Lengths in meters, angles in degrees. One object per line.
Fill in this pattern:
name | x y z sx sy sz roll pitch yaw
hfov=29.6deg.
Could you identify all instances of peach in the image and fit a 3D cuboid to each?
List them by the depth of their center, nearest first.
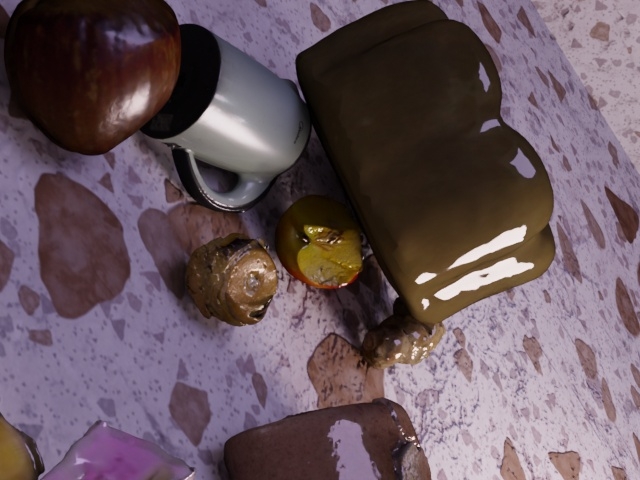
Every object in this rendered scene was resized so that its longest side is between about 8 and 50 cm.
peach | -0.007 0.000 1.771 0.151 0.118 0.151 6 78 -30

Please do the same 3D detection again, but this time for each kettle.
kettle | -0.133 -0.153 1.669 0.236 0.161 0.221 24 77 -52

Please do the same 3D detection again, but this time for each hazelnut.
hazelnut | -0.260 -0.215 1.451 0.218 0.218 0.234 52 33 -20

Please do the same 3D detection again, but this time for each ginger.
ginger | 0.127 0.151 1.898 0.104 0.080 0.204 51 28 4

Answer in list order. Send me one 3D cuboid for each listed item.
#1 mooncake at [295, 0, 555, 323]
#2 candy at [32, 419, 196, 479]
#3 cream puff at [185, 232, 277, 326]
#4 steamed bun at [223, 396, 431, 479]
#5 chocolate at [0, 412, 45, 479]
mooncake | 0.155 -0.118 1.816 0.467 0.262 0.467 63 -1 2
candy | -0.207 0.310 1.083 0.116 0.265 0.155 24 30 11
cream puff | -0.120 0.048 1.569 0.133 0.104 0.119 11 91 -46
steamed bun | 0.044 0.316 1.519 0.301 0.199 0.251 12 52 -54
chocolate | -0.430 0.246 0.939 0.445 0.162 0.162 -10 77 -54
